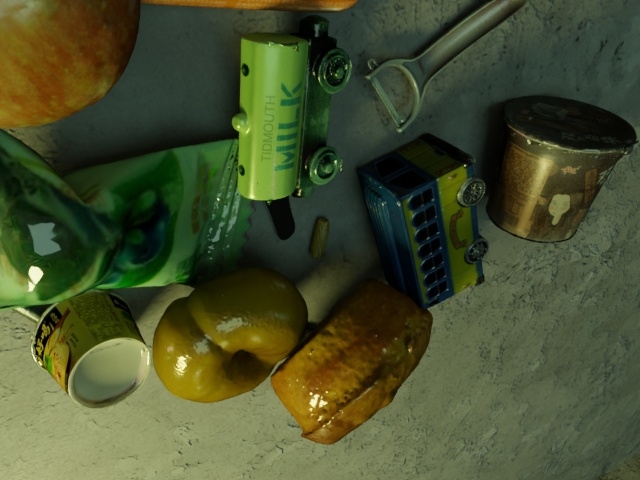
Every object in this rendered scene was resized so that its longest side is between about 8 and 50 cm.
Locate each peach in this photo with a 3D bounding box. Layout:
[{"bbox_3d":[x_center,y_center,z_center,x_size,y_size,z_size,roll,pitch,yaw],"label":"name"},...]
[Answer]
[{"bbox_3d":[-0.138,0.144,0.766,0.251,0.153,0.251,-35,158,-16],"label":"peach"}]

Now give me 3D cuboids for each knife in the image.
[{"bbox_3d":[0.193,-0.302,0.758,0.278,0.053,0.123,-40,125,-1],"label":"knife"}]

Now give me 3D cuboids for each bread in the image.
[{"bbox_3d":[0.051,0.205,0.853,0.312,0.172,0.312,-45,171,-9],"label":"bread"}]

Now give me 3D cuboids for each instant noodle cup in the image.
[{"bbox_3d":[0.412,-0.125,0.893,0.218,0.217,0.207,-13,131,-20],"label":"instant noodle cup"},{"bbox_3d":[-0.323,0.162,0.720,0.152,0.122,0.151,-25,130,-35],"label":"instant noodle cup"}]

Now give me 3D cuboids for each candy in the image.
[{"bbox_3d":[-0.244,-0.021,0.643,0.398,0.172,0.262,-5,129,-41],"label":"candy"}]

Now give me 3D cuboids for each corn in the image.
[{"bbox_3d":[0.000,0.000,0.864,0.028,0.027,0.083,8,117,-8],"label":"corn"}]

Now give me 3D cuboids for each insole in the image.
[{"bbox_3d":[-0.065,-0.064,0.797,0.053,0.002,0.152,-36,134,-26],"label":"insole"}]

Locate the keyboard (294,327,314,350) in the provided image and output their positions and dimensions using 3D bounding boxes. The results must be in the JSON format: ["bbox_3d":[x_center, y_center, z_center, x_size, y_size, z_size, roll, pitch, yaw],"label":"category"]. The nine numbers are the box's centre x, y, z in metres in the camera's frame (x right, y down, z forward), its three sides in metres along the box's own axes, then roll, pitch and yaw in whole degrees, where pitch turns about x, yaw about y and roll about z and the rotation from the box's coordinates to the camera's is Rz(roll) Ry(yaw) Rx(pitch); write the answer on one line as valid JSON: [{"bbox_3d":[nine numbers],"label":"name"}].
[{"bbox_3d":[-0.090,0.174,0.937,0.196,0.018,0.060,25,99,-37],"label":"keyboard"}]

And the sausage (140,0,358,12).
[{"bbox_3d":[-0.065,-0.323,0.587,0.313,0.093,0.092,-8,123,-23],"label":"sausage"}]

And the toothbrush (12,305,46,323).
[{"bbox_3d":[-0.453,0.063,0.671,0.030,0.030,0.297,-23,133,18],"label":"toothbrush"}]

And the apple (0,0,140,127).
[{"bbox_3d":[-0.299,-0.252,0.425,0.278,0.250,0.308,-3,95,-5],"label":"apple"}]

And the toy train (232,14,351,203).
[{"bbox_3d":[-0.048,-0.167,0.668,0.158,0.105,0.253,-19,130,-36],"label":"toy train"}]

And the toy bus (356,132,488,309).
[{"bbox_3d":[0.186,-0.021,0.877,0.175,0.138,0.287,-28,128,-11],"label":"toy bus"}]
